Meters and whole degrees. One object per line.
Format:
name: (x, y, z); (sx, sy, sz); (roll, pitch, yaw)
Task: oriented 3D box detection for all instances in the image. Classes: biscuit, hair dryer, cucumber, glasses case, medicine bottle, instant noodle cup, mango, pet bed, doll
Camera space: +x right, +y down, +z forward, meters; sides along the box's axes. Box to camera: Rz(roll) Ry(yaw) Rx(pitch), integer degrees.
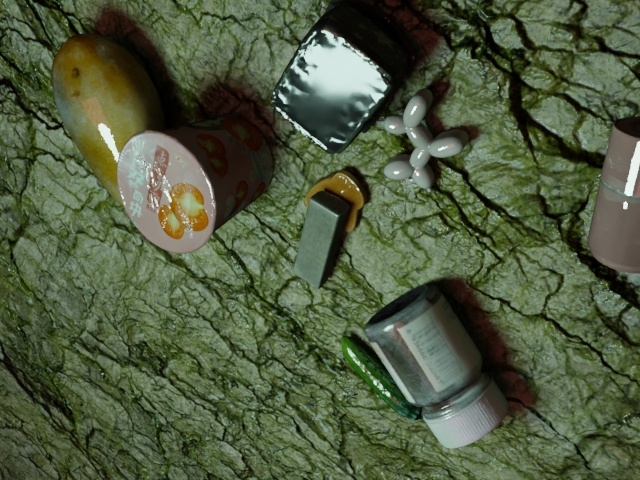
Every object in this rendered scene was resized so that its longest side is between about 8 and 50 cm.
biscuit: (0.035, -0.071, 1.429); (0.140, 0.023, 0.118); (-21, 105, 39)
hair dryer: (0.545, -0.021, 1.007); (0.352, 0.125, 0.211); (32, 129, 43)
cucumber: (0.129, 0.296, 1.524); (0.250, 0.056, 0.056); (45, 128, 10)
glasses case: (0.000, 0.000, 1.451); (0.070, 0.047, 0.205); (31, 135, 18)
medicine bottle: (0.216, 0.233, 1.370); (0.165, 0.165, 0.273); (-29, 95, 38)
instant noodle cup: (-0.233, -0.126, 1.443); (0.242, 0.231, 0.243); (14, 119, 28)
mango: (-0.423, -0.244, 1.522); (0.221, 0.198, 0.384); (-19, 94, 55)
pet bed: (0.039, -0.283, 1.250); (0.183, 0.159, 0.211); (37, 133, -1)
doll: (0.169, -0.162, 1.272); (0.161, 0.059, 0.160); (47, 131, -10)
